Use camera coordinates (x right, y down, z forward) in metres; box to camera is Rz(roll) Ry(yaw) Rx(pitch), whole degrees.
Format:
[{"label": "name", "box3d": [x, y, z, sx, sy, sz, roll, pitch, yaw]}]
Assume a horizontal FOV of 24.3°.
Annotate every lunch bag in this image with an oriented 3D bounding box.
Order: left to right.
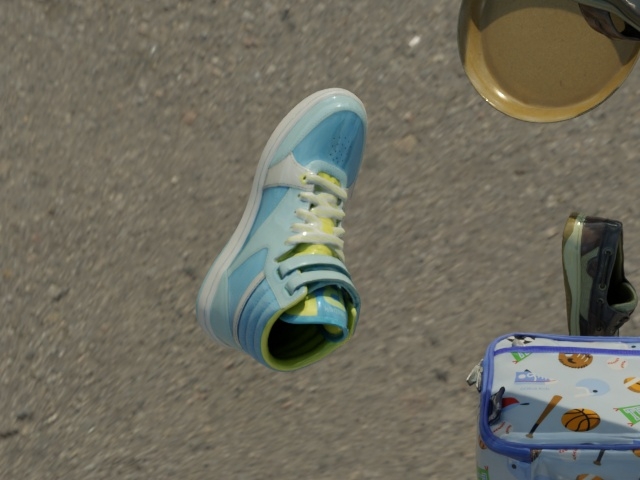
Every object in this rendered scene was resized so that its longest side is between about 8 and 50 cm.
[{"label": "lunch bag", "box3d": [0.304, 0.186, 1.570, 0.303, 0.115, 0.243, 3, 31, 10]}]

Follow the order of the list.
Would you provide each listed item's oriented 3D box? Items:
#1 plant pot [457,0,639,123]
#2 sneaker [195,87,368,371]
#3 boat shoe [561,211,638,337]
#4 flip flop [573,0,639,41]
[{"label": "plant pot", "box3d": [0.274, -0.253, 1.744, 0.236, 0.032, 0.236, -3, 85, 29]}, {"label": "sneaker", "box3d": [0.000, 0.000, 1.601, 0.127, 0.208, 0.319, 21, 96, -32]}, {"label": "boat shoe", "box3d": [0.324, 0.069, 1.692, 0.080, 0.073, 0.223, -51, 136, -45]}, {"label": "flip flop", "box3d": [0.319, -0.267, 1.625, 0.277, 0.080, 0.112, 24, 60, 13]}]
